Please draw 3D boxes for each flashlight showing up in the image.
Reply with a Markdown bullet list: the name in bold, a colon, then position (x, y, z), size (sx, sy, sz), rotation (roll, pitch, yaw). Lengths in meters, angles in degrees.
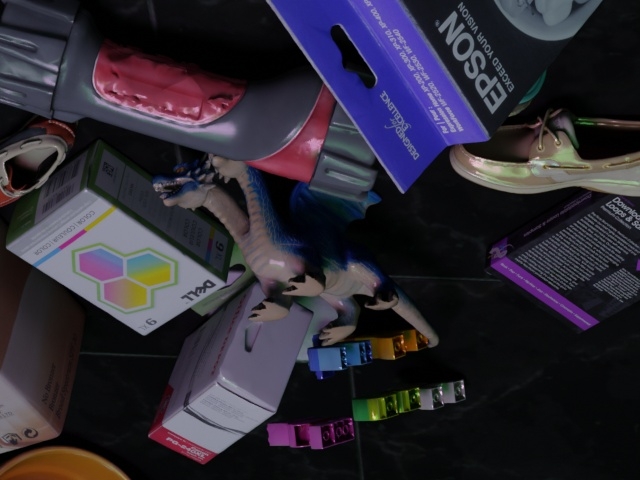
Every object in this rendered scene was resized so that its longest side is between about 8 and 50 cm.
- **flashlight**: position (-0.097, -0.117, 1.458), size (0.304, 0.103, 0.103), rotation (18, 168, -4)

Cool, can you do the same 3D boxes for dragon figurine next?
- **dragon figurine**: position (0.000, 0.000, 1.577), size (0.289, 0.144, 0.085), rotation (15, 141, -37)

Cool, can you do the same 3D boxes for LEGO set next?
- **LEGO set**: position (0.024, 0.118, 1.688), size (0.093, 0.087, 0.227), rotation (-5, -177, 36)

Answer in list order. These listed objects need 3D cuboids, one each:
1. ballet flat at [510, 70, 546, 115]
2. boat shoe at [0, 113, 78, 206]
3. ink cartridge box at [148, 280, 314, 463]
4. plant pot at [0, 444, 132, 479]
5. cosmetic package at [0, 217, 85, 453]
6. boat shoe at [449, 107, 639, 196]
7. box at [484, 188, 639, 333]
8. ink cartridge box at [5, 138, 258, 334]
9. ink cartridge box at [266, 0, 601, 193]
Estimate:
- **ballet flat**: position (0.022, -0.209, 1.331), size (0.123, 0.123, 0.348), rotation (-24, 130, 32)
- **boat shoe**: position (-0.243, -0.060, 1.584), size (0.049, 0.043, 0.137), rotation (30, 136, -26)
- **ink cartridge box**: position (-0.078, 0.115, 1.681), size (0.063, 0.109, 0.150), rotation (30, 146, -15)
- **plant pot**: position (-0.292, 0.319, 1.924), size (0.205, 0.205, 0.188), rotation (30, 150, -23)
- **cosmetic package**: position (-0.336, 0.040, 1.633), size (0.129, 0.153, 0.296), rotation (-17, 134, 24)
- **boat shoe**: position (0.185, -0.074, 1.485), size (0.170, 0.063, 0.059), rotation (2, 137, -6)
- **box**: position (0.231, 0.008, 1.591), size (0.116, 0.029, 0.162), rotation (34, 134, -27)
- **ink cartridge box**: position (-0.146, 0.014, 1.636), size (0.209, 0.062, 0.109), rotation (36, 131, -29)
- **ink cartridge box**: position (0.076, -0.170, 1.273), size (0.045, 0.208, 0.206), rotation (12, 147, 52)
